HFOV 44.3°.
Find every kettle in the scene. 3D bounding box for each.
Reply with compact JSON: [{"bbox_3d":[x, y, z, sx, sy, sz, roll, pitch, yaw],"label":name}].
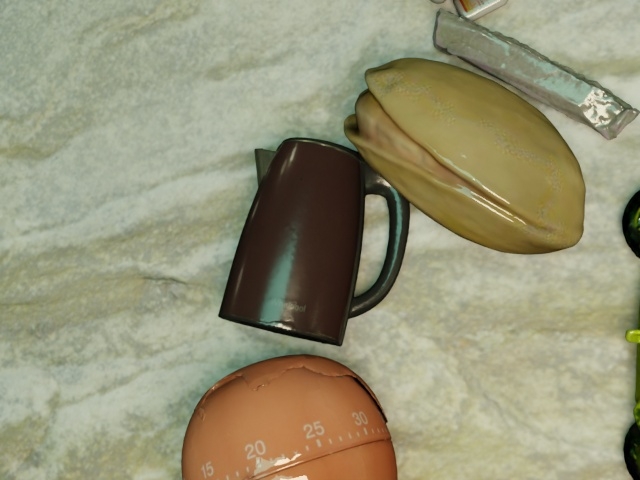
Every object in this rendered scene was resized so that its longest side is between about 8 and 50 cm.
[{"bbox_3d":[0.000,0.000,0.921,0.202,0.144,0.232,13,82,-1],"label":"kettle"}]

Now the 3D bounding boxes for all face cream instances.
[{"bbox_3d":[0.206,-0.298,0.959,0.083,0.021,0.040,-27,72,11],"label":"face cream"}]

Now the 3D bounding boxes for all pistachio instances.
[{"bbox_3d":[0.162,-0.090,0.861,0.293,0.181,0.162,39,122,11],"label":"pistachio"}]

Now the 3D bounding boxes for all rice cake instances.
[{"bbox_3d":[0.241,-0.198,0.919,0.270,0.049,0.055,32,113,18],"label":"rice cake"}]

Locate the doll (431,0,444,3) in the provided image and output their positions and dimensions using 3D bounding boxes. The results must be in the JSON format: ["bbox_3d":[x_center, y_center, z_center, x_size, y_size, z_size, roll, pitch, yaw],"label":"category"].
[{"bbox_3d":[0.130,-0.354,0.957,0.245,0.076,0.142,32,80,28],"label":"doll"}]

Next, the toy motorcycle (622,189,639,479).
[{"bbox_3d":[0.403,0.103,0.781,0.206,0.142,0.342,-6,78,54],"label":"toy motorcycle"}]

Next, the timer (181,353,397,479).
[{"bbox_3d":[-0.033,0.241,0.843,0.230,0.229,0.214,-19,68,13],"label":"timer"}]
